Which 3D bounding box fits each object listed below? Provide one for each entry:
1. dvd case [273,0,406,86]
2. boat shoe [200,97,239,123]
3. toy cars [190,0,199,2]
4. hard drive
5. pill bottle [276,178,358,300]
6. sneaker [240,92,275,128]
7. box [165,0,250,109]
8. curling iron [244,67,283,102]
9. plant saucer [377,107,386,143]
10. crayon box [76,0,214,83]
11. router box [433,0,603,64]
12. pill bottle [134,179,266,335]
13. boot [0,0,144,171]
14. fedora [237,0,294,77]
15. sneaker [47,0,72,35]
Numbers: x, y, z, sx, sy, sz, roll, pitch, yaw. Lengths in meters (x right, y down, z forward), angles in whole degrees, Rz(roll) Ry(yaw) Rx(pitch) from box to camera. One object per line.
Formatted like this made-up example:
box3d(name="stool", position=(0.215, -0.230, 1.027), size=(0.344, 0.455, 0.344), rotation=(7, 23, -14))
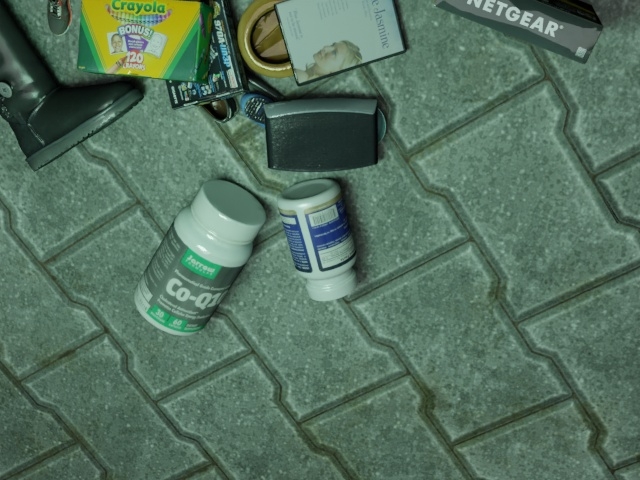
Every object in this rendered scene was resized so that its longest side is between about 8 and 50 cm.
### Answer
box3d(name="dvd case", position=(0.045, -0.450, 1.812), size=(0.253, 0.022, 0.180), rotation=(-19, 111, -5))
box3d(name="boat shoe", position=(-0.277, -0.367, 1.943), size=(0.084, 0.079, 0.233), rotation=(-34, 102, 25))
box3d(name="toy cars", position=(-0.280, -0.701, 1.776), size=(0.177, 0.087, 0.393), rotation=(-19, 114, -22))
box3d(name="hard drive", position=(0.003, -0.231, 1.908), size=(0.255, 0.054, 0.171), rotation=(-2, 117, 0))
box3d(name="pill bottle", position=(0.000, 0.000, 2.011), size=(0.153, 0.153, 0.264), rotation=(-8, 112, 16))
box3d(name="sneaker", position=(-0.093, -0.275, 1.961), size=(0.209, 0.082, 0.069), rotation=(32, 103, -24))
box3d(name="box", position=(-0.266, -0.413, 1.872), size=(0.175, 0.051, 0.220), rotation=(-13, 93, 15))
box3d(name="curling iron", position=(-0.193, -0.404, 1.929), size=(0.274, 0.035, 0.068), rotation=(41, 116, -8))
box3d(name="plant saucer", position=(0.091, -0.265, 1.941), size=(0.120, 0.021, 0.119), rotation=(5, 116, 11))
box3d(name="crayon box", position=(-0.376, -0.432, 1.827), size=(0.279, 0.081, 0.165), rotation=(8, 97, 14))
box3d(name="router box", position=(0.384, -0.460, 1.664), size=(0.309, 0.243, 0.081), rotation=(22, 117, 2))
box3d(name="pill bottle", position=(-0.291, 0.041, 2.064), size=(0.204, 0.204, 0.361), rotation=(32, 117, -4))
box3d(name="boot", position=(-0.670, -0.424, 1.969), size=(0.367, 0.146, 0.445), rotation=(-26, 103, 23))
box3d(name="fedora", position=(-0.085, -0.451, 1.859), size=(0.195, 0.079, 0.194), rotation=(1, 110, 4))
box3d(name="sneaker", position=(-0.602, -0.540, 1.937), size=(0.061, 0.065, 0.157), rotation=(18, 119, 3))
